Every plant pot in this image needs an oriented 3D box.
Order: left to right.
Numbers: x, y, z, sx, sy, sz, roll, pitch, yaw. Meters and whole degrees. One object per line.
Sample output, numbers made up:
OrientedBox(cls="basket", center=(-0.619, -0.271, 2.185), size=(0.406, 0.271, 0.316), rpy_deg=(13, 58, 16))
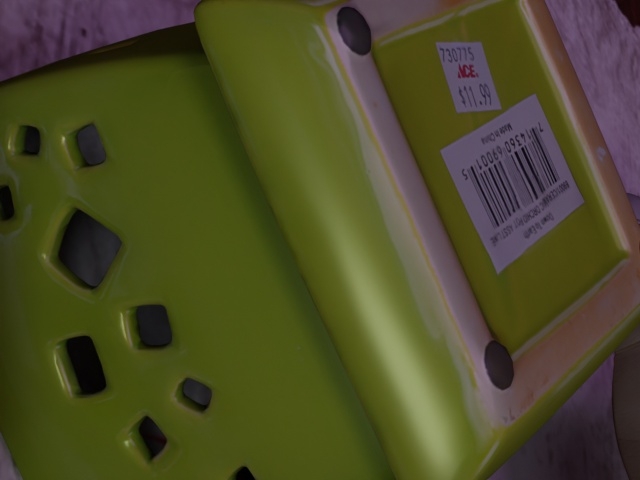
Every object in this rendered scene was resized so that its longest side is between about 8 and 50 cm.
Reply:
OrientedBox(cls="plant pot", center=(0.000, 0.000, 0.548), size=(0.228, 0.207, 0.227), rpy_deg=(-29, 97, -51))

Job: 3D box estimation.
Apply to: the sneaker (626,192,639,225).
OrientedBox(cls="sneaker", center=(0.125, -0.010, 0.787), size=(0.270, 0.090, 0.145), rpy_deg=(-40, 108, -46))

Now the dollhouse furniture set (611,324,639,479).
OrientedBox(cls="dollhouse furniture set", center=(0.176, 0.163, 0.742), size=(0.303, 0.174, 0.355), rpy_deg=(12, 57, -47))
